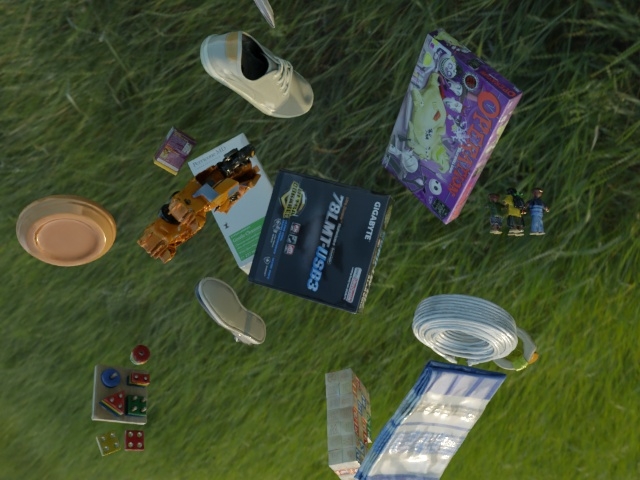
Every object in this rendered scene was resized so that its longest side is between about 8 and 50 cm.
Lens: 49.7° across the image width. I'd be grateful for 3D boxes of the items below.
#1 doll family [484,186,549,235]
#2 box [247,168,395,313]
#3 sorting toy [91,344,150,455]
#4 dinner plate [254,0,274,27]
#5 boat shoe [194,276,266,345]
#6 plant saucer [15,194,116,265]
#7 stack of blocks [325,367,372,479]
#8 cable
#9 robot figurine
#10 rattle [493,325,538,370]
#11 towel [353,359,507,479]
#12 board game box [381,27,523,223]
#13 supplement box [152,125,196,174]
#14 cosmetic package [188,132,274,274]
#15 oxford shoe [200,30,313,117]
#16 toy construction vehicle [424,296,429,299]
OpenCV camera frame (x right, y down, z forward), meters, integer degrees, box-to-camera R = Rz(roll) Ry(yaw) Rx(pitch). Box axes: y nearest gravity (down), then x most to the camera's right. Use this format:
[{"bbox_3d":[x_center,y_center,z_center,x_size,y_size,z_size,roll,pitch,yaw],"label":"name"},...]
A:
[{"bbox_3d":[0.459,-0.072,1.604,0.076,0.193,0.111,-11,78,44],"label":"doll family"},{"bbox_3d":[0.000,0.000,1.680,0.293,0.295,0.073,16,178,20],"label":"box"},{"bbox_3d":[-0.465,0.367,1.631,0.132,0.274,0.046,17,142,-35],"label":"sorting toy"},{"bbox_3d":[-0.132,-0.526,1.495,0.017,0.141,0.141,-31,110,1],"label":"dinner plate"},{"bbox_3d":[-0.177,0.135,1.263,0.065,0.075,0.206,-9,144,27],"label":"boat shoe"},{"bbox_3d":[-0.533,-0.012,1.454,0.200,0.037,0.200,-9,138,-8],"label":"plant saucer"},{"bbox_3d":[0.089,0.561,2.086,0.087,0.297,0.171,-15,137,16],"label":"stack of blocks"},{"bbox_3d":[0.357,0.217,1.705,0.257,0.089,0.257,32,149,-28],"label":"cable"},{"bbox_3d":[-0.215,-0.078,1.312,0.085,0.291,0.211,47,126,-4],"label":"robot figurine"},{"bbox_3d":[0.523,0.276,1.973,0.200,0.143,0.130,30,119,27],"label":"rattle"},{"bbox_3d":[0.206,0.349,1.279,0.285,0.209,0.034,-62,36,19],"label":"towel"},{"bbox_3d":[0.242,-0.213,1.359,0.208,0.056,0.347,42,145,20],"label":"board game box"},{"bbox_3d":[-0.304,-0.187,1.434,0.055,0.043,0.083,31,99,-25],"label":"supplement box"},{"bbox_3d":[-0.214,-0.101,2.024,0.365,0.197,0.155,60,180,16],"label":"cosmetic package"},{"bbox_3d":[-0.142,-0.457,1.933,0.130,0.449,0.169,-7,77,33],"label":"oxford shoe"},{"bbox_3d":[0.340,0.216,2.015,0.035,0.086,0.098,-39,111,24],"label":"toy construction vehicle"}]
